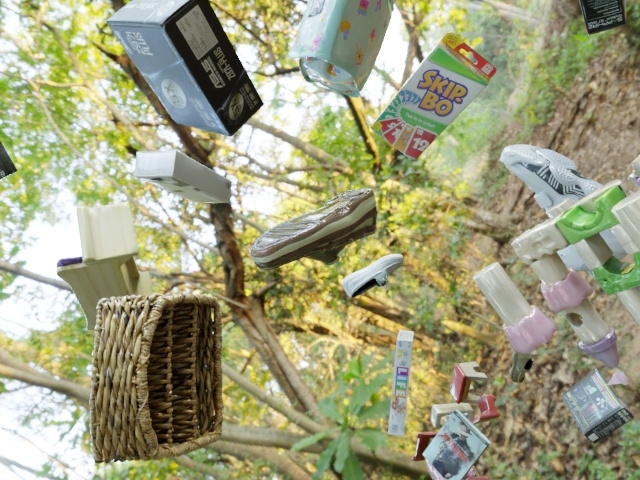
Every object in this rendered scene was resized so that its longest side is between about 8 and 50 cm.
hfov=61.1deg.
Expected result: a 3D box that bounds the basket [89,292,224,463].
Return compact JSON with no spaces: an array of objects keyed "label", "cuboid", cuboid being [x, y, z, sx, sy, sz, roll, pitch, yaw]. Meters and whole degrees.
[{"label":"basket","cuboid":[-0.296,0.249,1.019,0.213,0.223,0.299,134,136,-78]}]

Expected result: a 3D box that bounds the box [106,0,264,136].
[{"label":"box","cuboid":[-0.186,-0.247,0.761,0.077,0.147,0.180,-50,-43,-21]}]

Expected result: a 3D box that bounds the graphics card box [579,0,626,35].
[{"label":"graphics card box","cuboid":[0.608,-0.683,1.207,0.371,0.094,0.232,43,-126,-43]}]

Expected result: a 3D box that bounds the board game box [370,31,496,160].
[{"label":"board game box","cuboid":[0.223,-0.284,1.102,0.259,0.124,0.039,-48,9,42]}]

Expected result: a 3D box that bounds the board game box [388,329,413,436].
[{"label":"board game box","cuboid":[0.136,0.235,0.914,0.103,0.026,0.154,3,-88,-80]}]

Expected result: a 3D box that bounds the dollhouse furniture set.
[{"label":"dollhouse furniture set","cuboid":[0.391,0.562,1.562,0.201,0.152,0.374,-116,27,-63]}]

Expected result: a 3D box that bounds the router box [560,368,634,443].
[{"label":"router box","cuboid":[0.540,0.324,1.065,0.092,0.038,0.122,-46,12,18]}]

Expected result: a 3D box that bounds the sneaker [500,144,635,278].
[{"label":"sneaker","cuboid":[0.548,-0.061,1.239,0.137,0.366,0.210,-27,-35,-50]}]

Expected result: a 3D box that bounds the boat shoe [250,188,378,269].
[{"label":"boat shoe","cuboid":[0.005,0.001,0.891,0.257,0.095,0.095,-28,-67,-31]}]

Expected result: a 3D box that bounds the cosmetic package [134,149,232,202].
[{"label":"cosmetic package","cuboid":[-0.299,-0.136,1.213,0.239,0.099,0.060,26,-112,-68]}]

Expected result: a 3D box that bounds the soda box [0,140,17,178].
[{"label":"soda box","cuboid":[-0.765,-0.219,1.227,0.060,0.053,0.168,-61,-43,-59]}]

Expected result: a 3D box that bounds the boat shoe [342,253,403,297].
[{"label":"boat shoe","cuboid":[0.186,0.125,1.818,0.228,0.081,0.079,-27,-35,-3]}]

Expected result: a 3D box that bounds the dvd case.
[{"label":"dvd case","cuboid":[0.257,0.396,1.032,0.013,0.087,0.119,13,-66,-48]}]

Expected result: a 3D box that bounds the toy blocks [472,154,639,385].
[{"label":"toy blocks","cuboid":[0.434,0.050,0.718,0.309,0.260,0.288,-32,-5,-36]}]

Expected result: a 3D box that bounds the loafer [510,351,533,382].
[{"label":"loafer","cuboid":[0.576,0.360,1.547,0.056,0.050,0.148,-43,-44,-30]}]

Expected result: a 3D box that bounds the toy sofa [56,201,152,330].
[{"label":"toy sofa","cuboid":[-0.525,0.075,1.342,0.362,0.177,0.150,102,152,-57]}]

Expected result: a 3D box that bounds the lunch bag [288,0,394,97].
[{"label":"lunch bag","cuboid":[0.045,-0.429,1.079,0.262,0.160,0.223,-12,-56,-81]}]
